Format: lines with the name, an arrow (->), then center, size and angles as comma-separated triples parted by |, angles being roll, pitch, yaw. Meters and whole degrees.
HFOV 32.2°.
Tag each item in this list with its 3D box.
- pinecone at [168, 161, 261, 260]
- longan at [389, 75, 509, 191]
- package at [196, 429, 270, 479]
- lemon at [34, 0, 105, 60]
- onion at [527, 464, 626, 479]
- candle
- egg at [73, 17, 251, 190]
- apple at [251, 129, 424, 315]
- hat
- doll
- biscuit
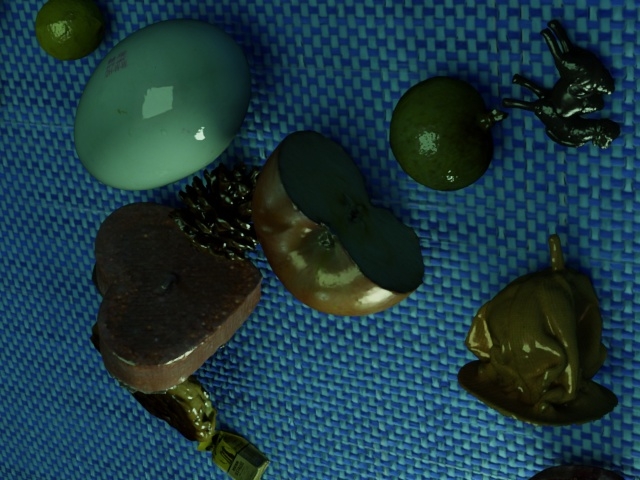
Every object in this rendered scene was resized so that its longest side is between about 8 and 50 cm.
pinecone -> -0.152, -0.050, 1.794 | 0.173, 0.173, 0.174 | 14, 120, 26
longan -> 0.179, -0.149, 1.536 | 0.176, 0.145, 0.155 | -8, 136, 32
package -> -0.165, 0.406, 2.093 | 0.131, 0.047, 0.071 | 35, 129, 14
lemon -> -0.415, -0.351, 1.829 | 0.133, 0.109, 0.109 | -11, 107, 31
onion -> 0.400, 0.395, 1.705 | 0.206, 0.151, 0.098 | -3, 78, 22
candle -> -0.236, 0.085, 1.837 | 0.287, 0.317, 0.131 | 0, 149, -10
egg -> -0.254, -0.201, 1.727 | 0.371, 0.230, 0.230 | -32, 94, 42
apple -> 0.000, 0.000, 1.652 | 0.163, 0.251, 0.293 | -41, 88, 30
hat -> 0.313, 0.106, 1.558 | 0.233, 0.244, 0.233 | 9, 104, 20
doll -> 0.334, -0.192, 1.476 | 0.165, 0.057, 0.139 | 34, 125, 3
biscuit -> -0.296, 0.244, 2.003 | 0.289, 0.081, 0.334 | 46, 161, -6
